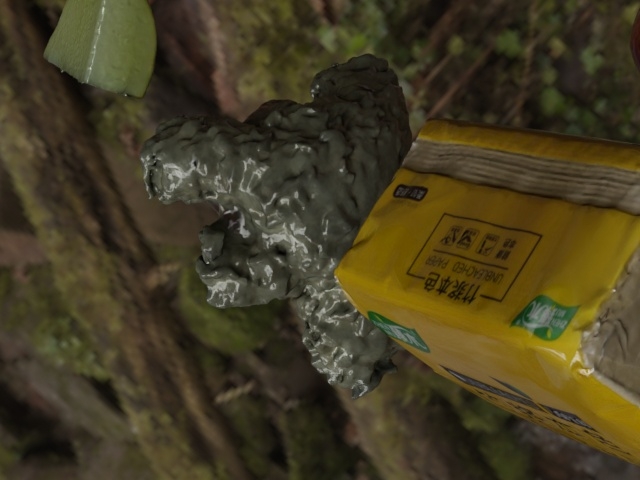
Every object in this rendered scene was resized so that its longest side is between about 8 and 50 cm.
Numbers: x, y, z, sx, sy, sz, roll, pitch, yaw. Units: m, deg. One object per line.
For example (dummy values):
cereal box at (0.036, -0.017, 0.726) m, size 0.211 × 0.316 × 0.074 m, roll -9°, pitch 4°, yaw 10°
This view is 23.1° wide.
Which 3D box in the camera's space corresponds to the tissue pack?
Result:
tissue pack at (0.240, 0.053, 1.388) m, size 0.293 × 0.228 × 0.382 m, roll 35°, pitch 172°, yaw -29°

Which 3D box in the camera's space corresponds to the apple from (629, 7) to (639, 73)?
apple at (0.407, -0.229, 1.667) m, size 0.147 × 0.156 × 0.158 m, roll 54°, pitch 165°, yaw 19°

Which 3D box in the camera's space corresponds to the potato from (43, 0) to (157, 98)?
potato at (-0.203, -0.212, 1.537) m, size 0.081 × 0.120 × 0.149 m, roll 12°, pitch -170°, yaw -28°

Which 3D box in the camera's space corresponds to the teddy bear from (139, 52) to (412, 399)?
teddy bear at (0.000, 0.000, 1.822) m, size 0.224 × 0.357 × 0.367 m, roll 17°, pitch 125°, yaw 48°
